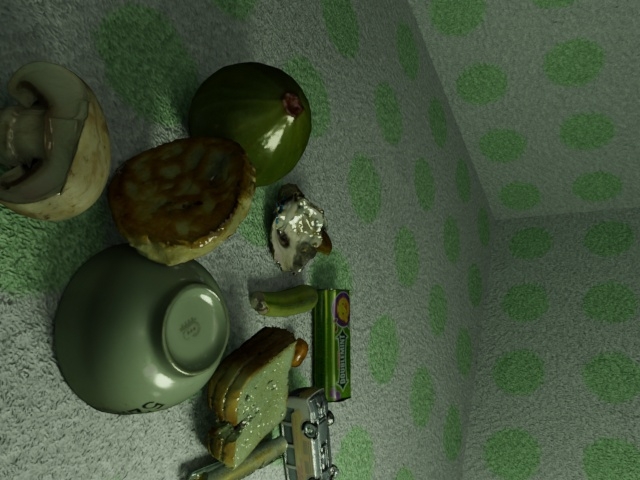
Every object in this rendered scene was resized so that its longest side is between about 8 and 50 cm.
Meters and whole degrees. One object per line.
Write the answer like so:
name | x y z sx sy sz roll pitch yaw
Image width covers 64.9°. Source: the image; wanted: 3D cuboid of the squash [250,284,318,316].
squash | -0.095 0.170 1.419 0.250 0.083 0.083 0 86 -53

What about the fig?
fig | -0.148 -0.273 1.178 0.316 0.316 0.316 11 77 -56

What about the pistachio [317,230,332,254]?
pistachio | 0.000 0.000 1.605 0.173 0.049 0.089 43 52 -45

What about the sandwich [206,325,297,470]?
sandwich | -0.166 0.365 1.182 0.249 0.095 0.273 -32 137 -53

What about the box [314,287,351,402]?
box | 0.041 0.326 1.579 0.134 0.097 0.345 13 75 -56

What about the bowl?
bowl | -0.306 0.173 0.997 0.354 0.185 0.353 11 77 -56

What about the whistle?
whistle | -0.197 0.547 1.227 0.326 0.057 0.068 6 80 -56

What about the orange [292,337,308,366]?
orange | -0.074 0.318 1.431 0.062 0.086 0.086 34 55 -22

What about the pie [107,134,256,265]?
pie | -0.267 -0.093 1.002 0.092 0.315 0.315 74 30 -52

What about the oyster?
oyster | -0.081 -0.026 1.461 0.214 0.083 0.223 49 64 -30

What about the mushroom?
mushroom | -0.456 -0.148 0.845 0.189 0.195 0.253 89 1 -72

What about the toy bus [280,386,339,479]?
toy bus | -0.032 0.580 1.399 0.097 0.138 0.342 -13 98 -55
